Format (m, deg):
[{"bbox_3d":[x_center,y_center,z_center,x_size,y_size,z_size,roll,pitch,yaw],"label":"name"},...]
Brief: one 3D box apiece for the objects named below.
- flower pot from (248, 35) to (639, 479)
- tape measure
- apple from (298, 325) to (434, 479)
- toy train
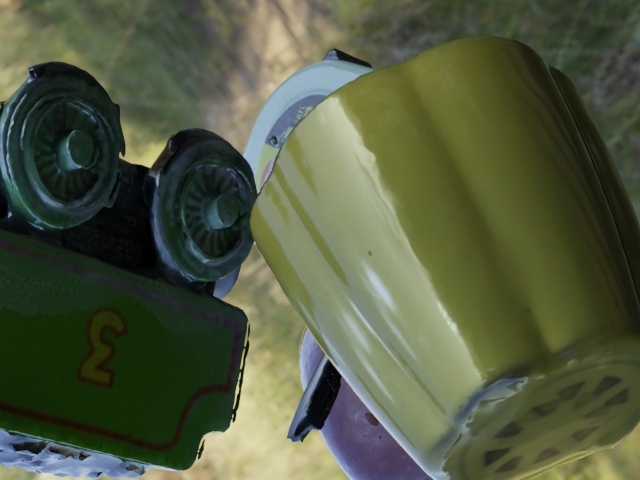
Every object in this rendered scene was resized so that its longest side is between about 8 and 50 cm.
[{"bbox_3d":[0.082,0.024,0.878,0.179,0.195,0.195,65,-178,34],"label":"flower pot"},{"bbox_3d":[0.000,0.000,1.597,0.098,0.351,0.215,21,-179,-41],"label":"tape measure"},{"bbox_3d":[0.129,0.124,1.723,0.288,0.317,0.288,25,-136,-27],"label":"apple"},{"bbox_3d":[-0.176,0.030,1.139,0.173,0.249,0.307,-3,163,41],"label":"toy train"}]
